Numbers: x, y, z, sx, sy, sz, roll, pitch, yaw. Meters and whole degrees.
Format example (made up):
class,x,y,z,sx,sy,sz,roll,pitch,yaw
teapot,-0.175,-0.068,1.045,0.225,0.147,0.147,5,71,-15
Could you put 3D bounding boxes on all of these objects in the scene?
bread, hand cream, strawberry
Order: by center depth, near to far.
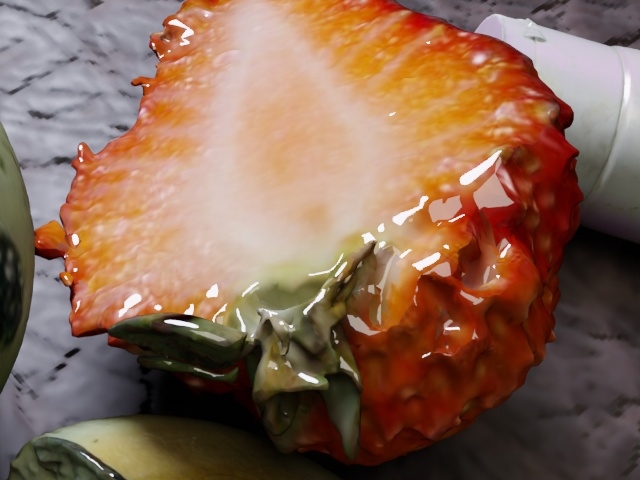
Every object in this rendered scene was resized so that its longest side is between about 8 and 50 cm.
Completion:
class,x,y,z,sx,sy,sz,roll,pitch,yaw
bread,-0.023,0.103,0.456,0.157,0.083,0.094,25,35,-3
strawberry,0.007,0.000,0.514,0.175,0.107,0.236,0,35,21
hand cream,0.204,-0.018,0.604,0.312,0.070,0.111,16,54,-11

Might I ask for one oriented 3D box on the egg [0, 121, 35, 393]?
class,x,y,z,sx,sy,sz,roll,pitch,yaw
egg,-0.194,-0.001,0.434,0.228,0.177,0.177,11,54,15
